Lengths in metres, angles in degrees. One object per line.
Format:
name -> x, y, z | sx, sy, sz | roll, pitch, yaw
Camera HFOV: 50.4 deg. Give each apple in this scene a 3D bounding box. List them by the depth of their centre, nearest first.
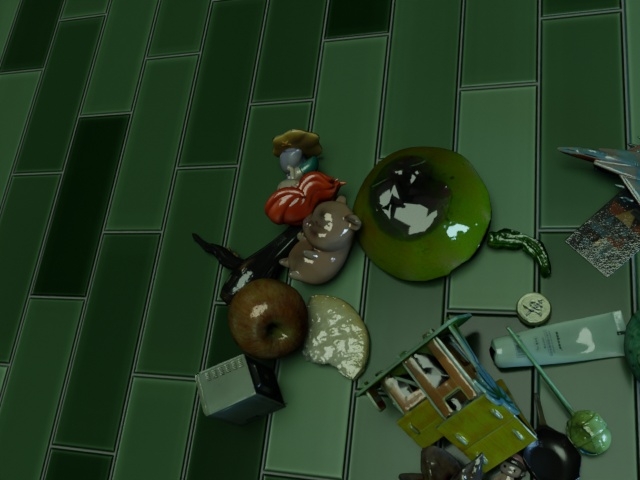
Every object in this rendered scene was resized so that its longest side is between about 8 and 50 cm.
apple -> -0.136, 0.204, 1.773 | 0.211, 0.211, 0.188 | -50, 23, -5

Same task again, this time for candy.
candy -> 0.528, 0.333, 1.545 | 0.335, 0.093, 0.092 | 55, 135, 20

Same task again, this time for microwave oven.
microwave oven -> -0.203, 0.378, 1.737 | 0.163, 0.205, 0.129 | -26, 63, 6

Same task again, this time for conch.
conch -> 0.774, 0.224, 1.507 | 0.202, 0.134, 0.196 | -21, 104, 4

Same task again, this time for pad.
pad -> 0.736, -0.024, 1.689 | 0.211, 0.003, 0.143 | -42, 62, -1

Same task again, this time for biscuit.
biscuit -> 0.029, 0.256, 1.801 | 0.188, 0.040, 0.265 | -34, 62, 1

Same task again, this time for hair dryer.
hair dryer -> -0.244, 0.022, 1.973 | 0.360, 0.120, 0.303 | 28, 71, 35

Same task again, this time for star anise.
star anise -> 0.299, 0.598, 1.483 | 0.315, 0.108, 0.315 | 3, 94, 48

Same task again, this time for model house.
model house -> 0.282, 0.372, 1.498 | 0.300, 0.340, 0.323 | -42, 73, 15

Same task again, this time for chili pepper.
chili pepper -> 0.512, 0.020, 1.725 | 0.182, 0.050, 0.073 | 31, 74, 24

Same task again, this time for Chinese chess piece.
Chinese chess piece -> 0.522, 0.168, 1.668 | 0.084, 0.034, 0.084 | -7, 66, 15

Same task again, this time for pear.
pear -> 0.244, -0.099, 1.784 | 0.399, 0.165, 0.398 | -9, 65, 20

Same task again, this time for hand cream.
hand cream -> 0.564, 0.243, 1.615 | 0.321, 0.067, 0.109 | -11, 64, 9

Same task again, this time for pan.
pan -> 0.521, 0.461, 1.538 | 0.129, 0.048, 0.201 | 21, 54, 5

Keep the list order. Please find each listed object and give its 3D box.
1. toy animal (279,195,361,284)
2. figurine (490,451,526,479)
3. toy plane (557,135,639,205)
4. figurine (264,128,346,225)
toy animal -> 0.009, 0.006, 1.834 | 0.250, 0.154, 0.166 | -59, 44, 21
figurine -> 0.422, 0.534, 1.546 | 0.072, 0.054, 0.129 | 18, 82, 40
toy plane -> 0.756, -0.184, 1.692 | 0.327, 0.104, 0.222 | 15, 71, 27
figurine -> -0.050, -0.165, 1.922 | 0.181, 0.208, 0.256 | -30, 54, 47
